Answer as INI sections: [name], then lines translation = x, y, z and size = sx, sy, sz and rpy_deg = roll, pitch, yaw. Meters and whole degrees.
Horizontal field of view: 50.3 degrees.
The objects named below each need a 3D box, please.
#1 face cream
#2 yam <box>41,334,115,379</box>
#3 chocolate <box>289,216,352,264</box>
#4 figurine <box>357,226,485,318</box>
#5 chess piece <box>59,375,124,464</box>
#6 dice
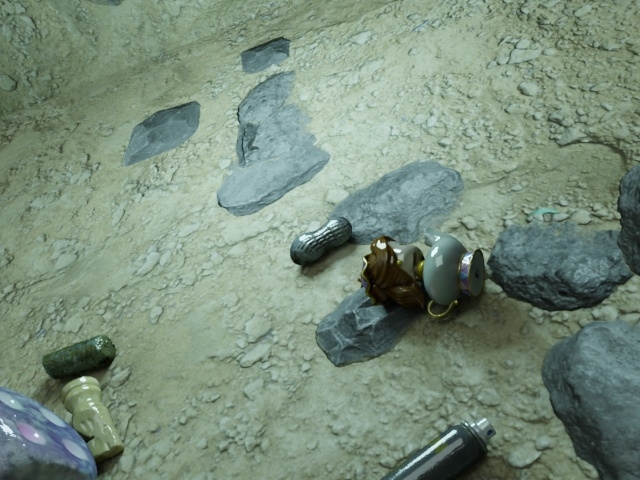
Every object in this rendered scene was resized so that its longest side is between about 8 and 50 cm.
[face cream]
translation = 0.174, 0.395, 1.149
size = 0.283, 0.073, 0.073
rpy_deg = -34, 42, -6
[yam]
translation = -0.595, 0.287, 1.670
size = 0.179, 0.078, 0.078
rpy_deg = -19, 43, 10
[chocolate]
translation = 0.000, 0.000, 1.637
size = 0.167, 0.072, 0.072
rpy_deg = -29, 42, -2
[figurine]
translation = 0.200, 0.064, 1.417
size = 0.263, 0.142, 0.189
rpy_deg = 1, 73, 30
[chess piece]
translation = -0.507, 0.403, 1.514
size = 0.090, 0.090, 0.200
rpy_deg = -35, 53, -7
[dice]
translation = -0.634, 0.469, 1.336
size = 0.271, 0.270, 0.270
rpy_deg = 30, 78, 41
